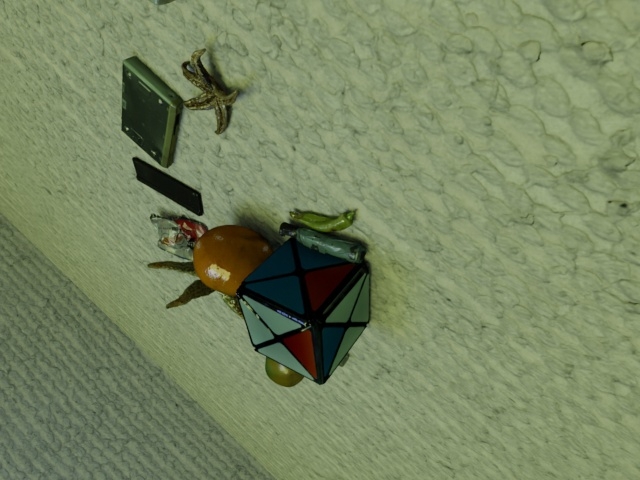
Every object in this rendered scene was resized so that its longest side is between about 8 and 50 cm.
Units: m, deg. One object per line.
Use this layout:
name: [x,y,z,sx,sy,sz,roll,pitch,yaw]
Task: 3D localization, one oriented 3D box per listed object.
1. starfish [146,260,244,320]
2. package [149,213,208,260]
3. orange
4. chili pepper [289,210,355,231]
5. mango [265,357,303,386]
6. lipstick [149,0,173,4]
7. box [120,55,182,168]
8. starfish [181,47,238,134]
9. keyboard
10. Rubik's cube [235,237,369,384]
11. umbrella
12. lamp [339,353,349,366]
starfish: [-0.315,0.130,1.295,0.347,0.358,0.078,41,115,0]
package: [-0.491,-0.005,1.529,0.269,0.071,0.194,10,133,20]
orange: [-0.242,0.057,1.211,0.240,0.240,0.171,26,113,24]
chili pepper: [0.004,-0.045,1.048,0.208,0.043,0.049,2,149,41]
mango: [-0.138,0.468,1.578,0.156,0.114,0.251,35,141,2]
lipstick: [-0.305,-0.587,0.819,0.077,0.079,0.253,39,143,7]
box: [-0.488,-0.353,1.223,0.211,0.045,0.270,43,142,2]
starfish: [-0.250,-0.340,1.010,0.238,0.057,0.213,19,142,36]
keyboard: [-0.505,-0.176,1.418,0.310,0.018,0.101,28,137,22]
Rubik's cube: [-0.033,0.173,1.109,0.248,0.246,0.250,21,136,29]
umbrella: [0.001,-0.002,1.079,0.250,0.053,0.052,20,135,31]
lamp: [0.035,0.409,1.419,0.050,0.056,0.198,39,145,4]
